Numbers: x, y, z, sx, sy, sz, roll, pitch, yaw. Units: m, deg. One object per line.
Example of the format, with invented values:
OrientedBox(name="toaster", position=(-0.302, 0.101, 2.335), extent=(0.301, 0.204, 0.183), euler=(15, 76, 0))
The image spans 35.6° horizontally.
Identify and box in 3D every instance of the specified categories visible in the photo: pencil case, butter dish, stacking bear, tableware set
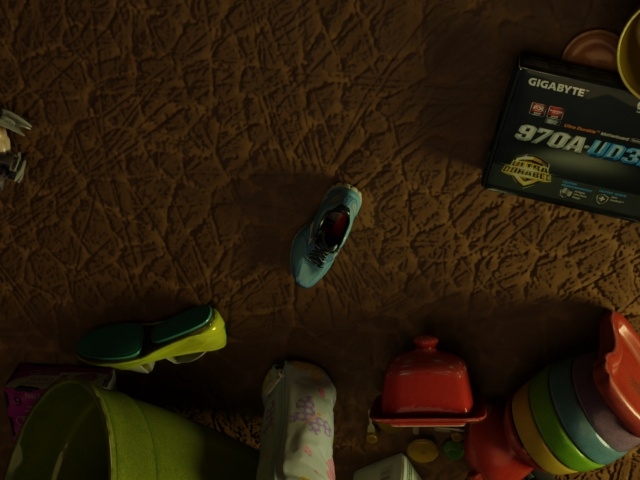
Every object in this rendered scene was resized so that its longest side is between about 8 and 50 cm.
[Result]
OrientedBox(name="pencil case", position=(-0.034, 0.289, 1.390), extent=(0.114, 0.273, 0.124), euler=(-8, 123, 5))
OrientedBox(name="butter dish", position=(0.149, 0.190, 1.396), extent=(0.160, 0.160, 0.118), euler=(-3, 94, 9))
OrientedBox(name="stacking bear", position=(0.324, 0.251, 1.388), extent=(0.289, 0.175, 0.164), euler=(-33, 102, 32))
OrientedBox(name="tableware set", position=(0.144, 0.291, 1.504), extent=(0.154, 0.024, 0.104), euler=(2, 121, 6))

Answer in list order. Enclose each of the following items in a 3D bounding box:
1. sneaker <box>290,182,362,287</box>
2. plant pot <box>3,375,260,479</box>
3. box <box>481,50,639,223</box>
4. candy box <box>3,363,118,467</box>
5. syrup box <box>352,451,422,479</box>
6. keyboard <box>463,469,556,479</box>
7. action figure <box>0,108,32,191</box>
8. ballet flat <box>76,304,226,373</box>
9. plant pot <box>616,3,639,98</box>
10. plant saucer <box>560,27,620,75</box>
OrientedBox(name="sneaker", position=(0.000, 0.000, 1.343), extent=(0.063, 0.073, 0.162), euler=(23, 118, -4))
OrientedBox(name="plant pot", position=(-0.225, 0.403, 1.417), extent=(0.353, 0.366, 0.366), euler=(17, 123, -35))
OrientedBox(name="box", position=(0.327, -0.124, 1.235), extent=(0.220, 0.051, 0.175), euler=(13, 125, 1))
OrientedBox(name="candy box", position=(-0.392, 0.310, 1.562), extent=(0.159, 0.071, 0.233), euler=(1, 118, 7))
OrientedBox(name="syrup box", position=(0.143, 0.456, 1.548), extent=(0.096, 0.093, 0.237), euler=(-26, 111, 19))
OrientedBox(name="keyboard", position=(0.303, 0.461, 1.410), extent=(0.201, 0.317, 0.033), euler=(-34, 147, -3))
OrientedBox(name="action figure", position=(-0.499, -0.095, 1.356), extent=(0.185, 0.099, 0.285), euler=(24, 115, 1))
OrientedBox(name="ballet flat", position=(-0.244, 0.157, 1.465), extent=(0.231, 0.077, 0.077), euler=(-15, 131, 13))
OrientedBox(name="plant pot", position=(0.405, -0.233, 1.151), extent=(0.134, 0.095, 0.134), euler=(4, 118, 7))
OrientedBox(name="plant saucer", position=(0.335, -0.216, 1.216), extent=(0.084, 0.013, 0.083), euler=(3, 118, 6))
